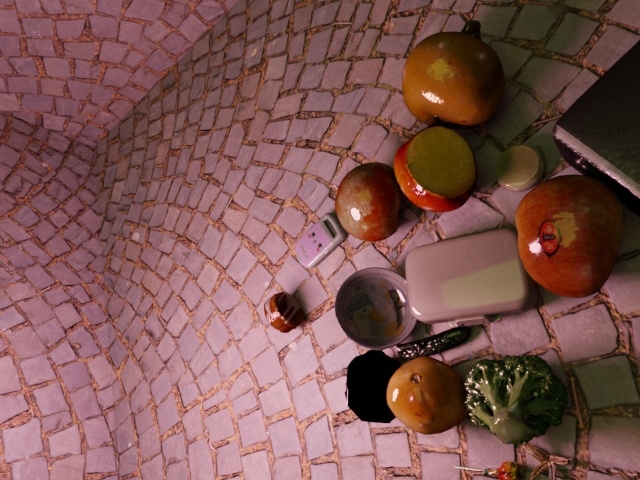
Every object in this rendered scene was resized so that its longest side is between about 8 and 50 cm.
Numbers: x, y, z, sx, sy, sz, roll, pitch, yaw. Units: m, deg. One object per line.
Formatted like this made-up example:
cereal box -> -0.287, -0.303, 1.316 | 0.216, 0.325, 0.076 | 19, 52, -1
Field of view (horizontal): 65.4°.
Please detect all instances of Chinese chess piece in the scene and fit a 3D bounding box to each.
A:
Chinese chess piece -> 0.607, -0.219, 1.523 | 0.144, 0.058, 0.144 | -12, 70, 37

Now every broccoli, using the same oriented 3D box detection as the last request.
broccoli -> 0.494, 0.415, 1.291 | 0.270, 0.270, 0.269 | 5, 104, 23

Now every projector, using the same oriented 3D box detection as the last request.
projector -> 0.870, -0.276, 1.219 | 0.405, 0.242, 0.395 | -47, 52, 16

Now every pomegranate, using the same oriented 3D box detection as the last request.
pomegranate -> 0.312, 0.447, 1.444 | 0.233, 0.233, 0.233 | -12, 70, 35

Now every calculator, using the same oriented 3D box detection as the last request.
calculator -> 0.000, 0.000, 1.937 | 0.246, 0.045, 0.141 | -42, 56, 19

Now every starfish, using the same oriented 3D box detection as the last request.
starfish -> 0.602, 0.580, 1.299 | 0.130, 0.041, 0.133 | -30, 67, 38

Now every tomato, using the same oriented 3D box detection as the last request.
tomato -> 0.159, -0.129, 1.699 | 0.223, 0.270, 0.270 | -3, 73, 9

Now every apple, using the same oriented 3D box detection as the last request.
apple -> 0.628, -0.015, 1.289 | 0.250, 0.277, 0.309 | 13, 81, 20

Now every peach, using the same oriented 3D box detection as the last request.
peach -> 0.375, -0.206, 1.575 | 0.249, 0.245, 0.274 | -30, 59, 19

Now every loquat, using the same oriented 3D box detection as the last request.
loquat -> 0.421, -0.523, 1.580 | 0.328, 0.328, 0.359 | 22, 96, 40

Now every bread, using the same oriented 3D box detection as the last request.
bread -> -0.139, 0.272, 1.896 | 0.073, 0.160, 0.160 | -41, 55, 26

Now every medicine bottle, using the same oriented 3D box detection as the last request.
medicine bottle -> 0.442, 0.111, 1.501 | 0.375, 0.123, 0.282 | -14, 68, 29

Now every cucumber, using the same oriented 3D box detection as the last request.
cucumber -> 0.357, 0.321, 1.554 | 0.245, 0.067, 0.067 | -23, 64, 29

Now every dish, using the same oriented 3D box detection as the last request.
dish -> 0.186, 0.237, 1.673 | 0.274, 0.134, 0.273 | -1, 69, 3

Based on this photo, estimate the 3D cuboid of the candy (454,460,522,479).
candy -> 0.464, 0.641, 1.391 | 0.201, 0.060, 0.060 | -17, 67, 42

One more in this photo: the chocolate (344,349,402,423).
chocolate -> 0.171, 0.484, 1.626 | 0.177, 0.206, 0.224 | 110, 165, -63
